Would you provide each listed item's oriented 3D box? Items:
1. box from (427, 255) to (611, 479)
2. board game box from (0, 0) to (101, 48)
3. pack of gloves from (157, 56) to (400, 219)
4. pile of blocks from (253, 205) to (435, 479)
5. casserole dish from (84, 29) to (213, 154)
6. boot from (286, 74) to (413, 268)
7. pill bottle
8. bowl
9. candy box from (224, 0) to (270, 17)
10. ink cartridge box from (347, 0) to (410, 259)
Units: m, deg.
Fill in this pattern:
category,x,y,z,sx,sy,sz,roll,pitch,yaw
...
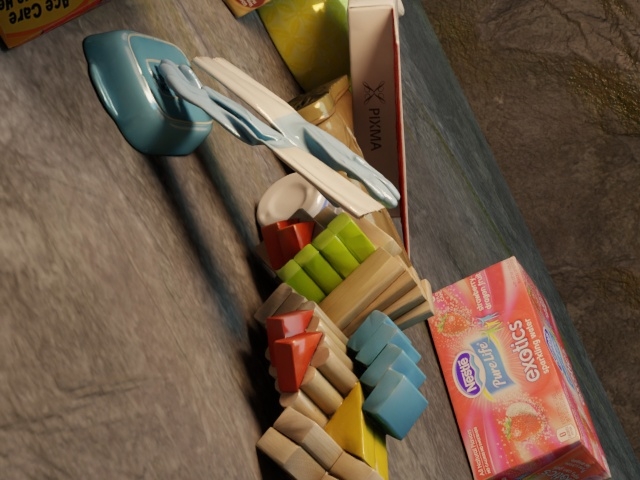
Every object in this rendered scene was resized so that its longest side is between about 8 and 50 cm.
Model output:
category,x,y,z,sx,sy,sz,roll,pitch,yaw
box,0.259,0.195,1.753,0.142,0.154,0.300,46,24,-48
board game box,-0.133,-0.413,1.012,0.356,0.356,0.356,61,14,-13
pack of gloves,-0.041,-0.081,1.149,0.232,0.046,0.195,36,16,10
pile of blocks,0.012,0.072,1.112,0.112,0.149,0.362,48,20,-36
casserole dish,-0.144,-0.133,1.143,0.114,0.037,0.188,64,15,4
boot,0.038,-0.051,1.559,0.269,0.089,0.236,64,17,-12
pill bottle,0.000,0.000,1.330,0.137,0.078,0.078,51,19,-41
bowl,0.024,-0.331,1.822,0.289,0.156,0.289,57,15,-25
candy box,0.007,-0.419,1.585,0.087,0.316,0.183,54,18,-39
ink cartridge box,0.073,-0.159,1.640,0.261,0.066,0.296,-84,171,-61
